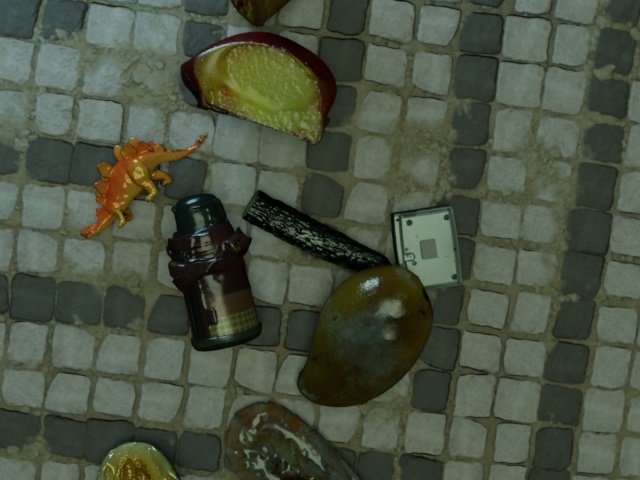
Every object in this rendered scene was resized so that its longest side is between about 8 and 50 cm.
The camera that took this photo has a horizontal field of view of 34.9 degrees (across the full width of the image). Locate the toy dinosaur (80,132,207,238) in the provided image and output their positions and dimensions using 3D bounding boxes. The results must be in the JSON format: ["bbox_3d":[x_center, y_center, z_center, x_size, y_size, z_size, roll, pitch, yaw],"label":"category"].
[{"bbox_3d":[-0.332,-0.120,1.809,0.117,0.070,0.288,44,86,-6],"label":"toy dinosaur"}]

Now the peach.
[{"bbox_3d":[-0.100,-0.281,1.764,0.267,0.154,0.159,16,103,5],"label":"peach"}]

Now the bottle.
[{"bbox_3d":[-0.188,0.051,1.794,0.156,0.143,0.271,-12,94,-2],"label":"bottle"}]

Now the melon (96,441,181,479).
[{"bbox_3d":[-0.332,0.432,1.857,0.160,0.079,0.128,-17,76,-1],"label":"melon"}]

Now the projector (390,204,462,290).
[{"bbox_3d":[0.193,0.015,1.854,0.115,0.061,0.147,-8,95,-1],"label":"projector"}]

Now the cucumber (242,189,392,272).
[{"bbox_3d":[0.000,0.000,1.839,0.293,0.067,0.068,27,93,-7],"label":"cucumber"}]

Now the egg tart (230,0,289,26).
[{"bbox_3d":[-0.094,-0.481,1.732,0.147,0.202,0.203,-30,96,-9],"label":"egg tart"}]

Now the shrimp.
[{"bbox_3d":[-0.041,0.427,1.879,0.316,0.062,0.164,37,96,-2],"label":"shrimp"}]

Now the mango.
[{"bbox_3d":[0.074,0.181,1.811,0.192,0.146,0.316,40,110,8],"label":"mango"}]
